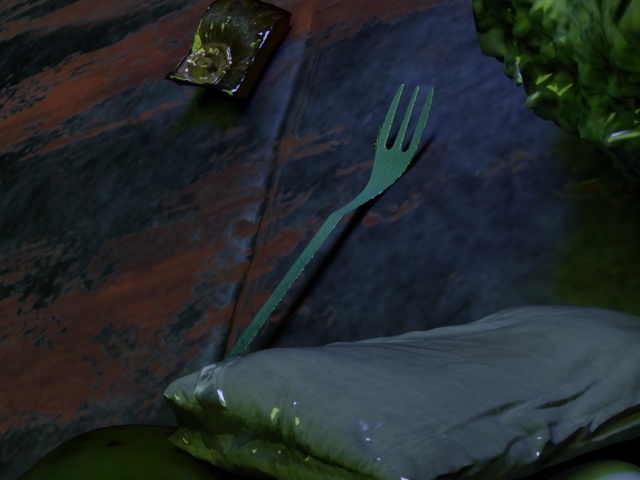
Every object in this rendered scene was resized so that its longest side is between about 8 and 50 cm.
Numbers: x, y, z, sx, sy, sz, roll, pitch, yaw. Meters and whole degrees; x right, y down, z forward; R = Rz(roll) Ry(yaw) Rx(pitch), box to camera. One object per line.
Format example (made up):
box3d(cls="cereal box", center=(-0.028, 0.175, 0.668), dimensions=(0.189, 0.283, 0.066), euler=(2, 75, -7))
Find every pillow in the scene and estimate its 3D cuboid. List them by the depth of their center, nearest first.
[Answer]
box3d(cls="pillow", center=(0.067, 0.062, 0.577), dimensions=(0.229, 0.050, 0.148), euler=(-11, 19, -37))

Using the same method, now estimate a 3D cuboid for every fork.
box3d(cls="fork", center=(0.001, 0.001, 0.831), dimensions=(0.039, 0.021, 0.235), euler=(11, 61, 53))

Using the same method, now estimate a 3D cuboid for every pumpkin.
box3d(cls="pumpkin", center=(-0.065, -0.138, 1.031), dimensions=(0.073, 0.035, 0.101), euler=(10, 55, 34))

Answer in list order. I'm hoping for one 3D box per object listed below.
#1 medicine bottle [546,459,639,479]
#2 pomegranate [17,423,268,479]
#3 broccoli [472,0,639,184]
box3d(cls="medicine bottle", center=(0.136, 0.161, 0.478), dimensions=(0.086, 0.086, 0.183), euler=(-42, 36, -1))
box3d(cls="pomegranate", center=(-0.082, 0.190, 0.592), dimensions=(0.224, 0.181, 0.181), euler=(-57, 33, 12))
box3d(cls="broccoli", center=(0.214, -0.180, 0.622), dimensions=(0.249, 0.302, 0.375), euler=(-4, 29, -14))
